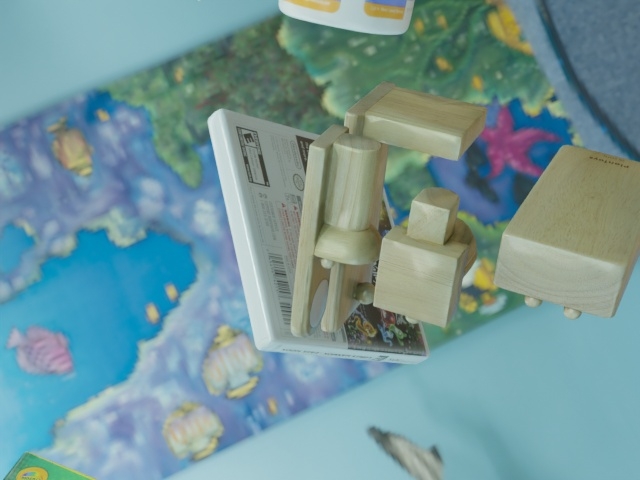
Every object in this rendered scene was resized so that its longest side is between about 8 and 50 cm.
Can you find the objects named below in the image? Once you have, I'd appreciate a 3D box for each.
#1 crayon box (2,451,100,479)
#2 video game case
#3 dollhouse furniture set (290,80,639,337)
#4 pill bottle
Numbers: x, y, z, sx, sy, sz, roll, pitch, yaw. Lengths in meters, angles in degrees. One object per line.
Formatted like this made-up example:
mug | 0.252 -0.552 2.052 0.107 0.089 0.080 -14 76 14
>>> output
crayon box | -0.234 0.354 1.383 0.278 0.081 0.165 12 144 34
video game case | 0.000 0.000 0.918 0.022 0.173 0.190 -33 61 37
dollhouse furniture set | 0.069 0.018 0.567 0.151 0.144 0.123 16 118 17
pill bottle | 0.048 -0.373 1.312 0.152 0.152 0.272 -138 56 -62
